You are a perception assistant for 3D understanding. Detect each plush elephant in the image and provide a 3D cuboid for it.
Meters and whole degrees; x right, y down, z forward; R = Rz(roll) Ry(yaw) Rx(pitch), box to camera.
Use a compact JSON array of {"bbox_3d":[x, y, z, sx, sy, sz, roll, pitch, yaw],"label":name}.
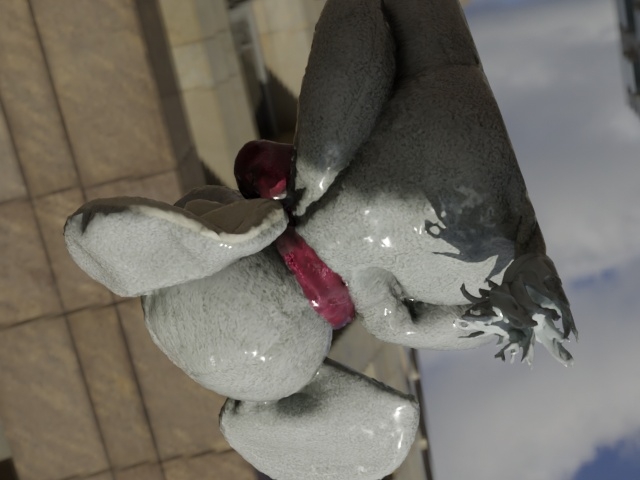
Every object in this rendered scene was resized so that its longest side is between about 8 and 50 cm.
[{"bbox_3d":[0.000,0.000,0.811,0.255,0.272,0.330,-19,-147,8],"label":"plush elephant"}]
